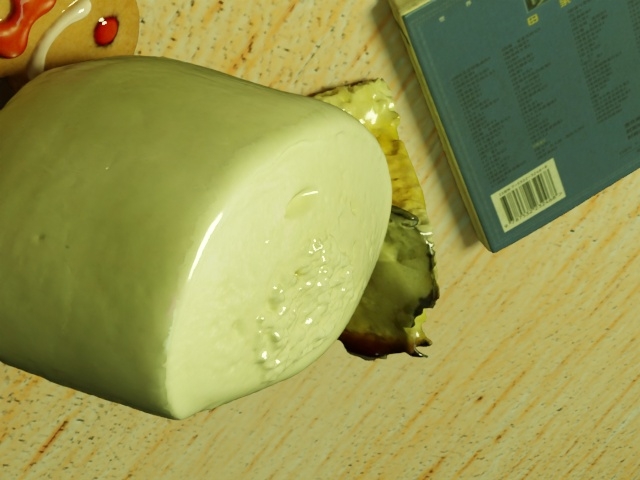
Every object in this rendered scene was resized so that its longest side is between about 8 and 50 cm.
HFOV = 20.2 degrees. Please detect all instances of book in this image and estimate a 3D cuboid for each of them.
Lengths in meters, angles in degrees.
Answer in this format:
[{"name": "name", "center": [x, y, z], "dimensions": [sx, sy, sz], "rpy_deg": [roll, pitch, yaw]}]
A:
[{"name": "book", "center": [0.163, -0.117, 1.211], "dimensions": [0.191, 0.025, 0.269], "rpy_deg": [-31, 141, -3]}]

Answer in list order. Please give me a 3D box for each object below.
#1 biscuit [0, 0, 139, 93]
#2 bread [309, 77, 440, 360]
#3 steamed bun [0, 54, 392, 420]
[{"name": "biscuit", "center": [-0.180, -0.128, 0.932], "dimensions": [0.165, 0.036, 0.250], "rpy_deg": [-57, 145, 7]}, {"name": "bread", "center": [0.000, 0.000, 1.118], "dimensions": [0.169, 0.160, 0.140], "rpy_deg": [-16, 139, -18]}, {"name": "steamed bun", "center": [-0.084, -0.018, 0.955], "dimensions": [0.250, 0.200, 0.154], "rpy_deg": [-24, 131, -60]}]
